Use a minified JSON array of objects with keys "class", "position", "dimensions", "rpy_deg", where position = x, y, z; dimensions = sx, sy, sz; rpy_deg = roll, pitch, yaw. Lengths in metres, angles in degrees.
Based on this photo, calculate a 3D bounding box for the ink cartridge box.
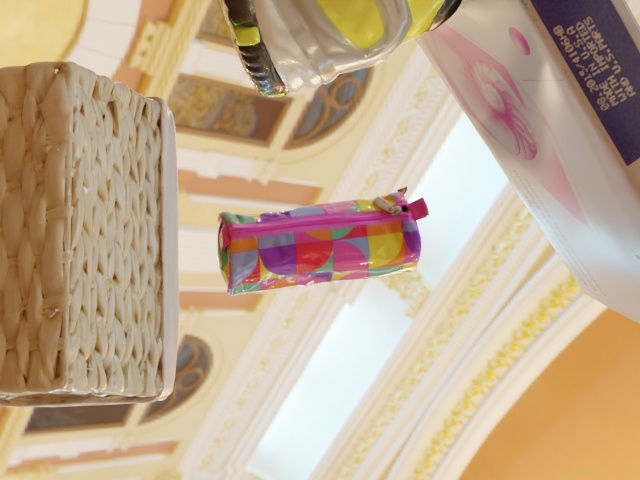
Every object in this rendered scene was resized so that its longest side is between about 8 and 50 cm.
[{"class":"ink cartridge box","position":[0.194,-0.072,0.706],"dimensions":[0.071,0.324,0.330],"rpy_deg":[-38,-164,-3]}]

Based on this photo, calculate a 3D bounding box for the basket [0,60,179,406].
[{"class":"basket","position":[-0.144,0.000,0.439],"dimensions":[0.113,0.103,0.167],"rpy_deg":[-4,-100,16]}]

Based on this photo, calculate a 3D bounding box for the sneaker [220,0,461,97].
[{"class":"sneaker","position":[-0.020,-0.284,0.489],"dimensions":[0.145,0.147,0.385],"rpy_deg":[-116,-168,-71]}]

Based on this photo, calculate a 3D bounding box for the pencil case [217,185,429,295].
[{"class":"pencil case","position":[0.000,0.000,0.982],"dimensions":[0.104,0.236,0.104],"rpy_deg":[171,-90,-81]}]
